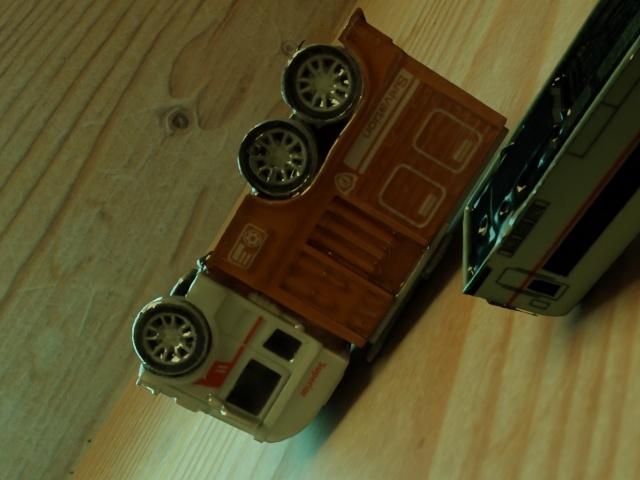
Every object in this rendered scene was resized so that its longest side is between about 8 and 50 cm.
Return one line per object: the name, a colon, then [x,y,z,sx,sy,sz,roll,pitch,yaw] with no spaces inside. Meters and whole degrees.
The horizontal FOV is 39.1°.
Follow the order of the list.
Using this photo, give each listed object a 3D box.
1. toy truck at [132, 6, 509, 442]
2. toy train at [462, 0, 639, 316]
toy truck: [0.000,0.000,0.837,0.387,0.207,0.173,-58,1,9]
toy train: [0.195,-0.115,0.447,0.086,0.088,0.407,-78,11,-46]
